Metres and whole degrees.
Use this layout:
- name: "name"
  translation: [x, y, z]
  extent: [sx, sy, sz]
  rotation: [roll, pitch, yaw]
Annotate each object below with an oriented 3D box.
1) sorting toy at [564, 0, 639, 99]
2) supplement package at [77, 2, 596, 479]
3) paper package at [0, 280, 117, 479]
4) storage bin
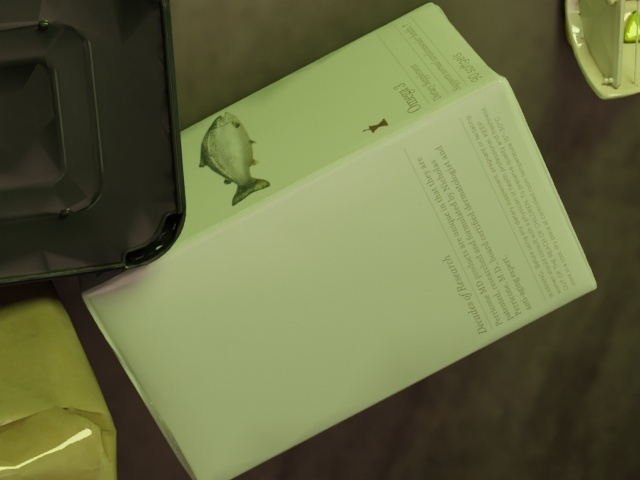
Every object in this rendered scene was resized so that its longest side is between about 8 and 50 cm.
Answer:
- name: "sorting toy"
  translation: [0.143, -0.108, 0.797]
  extent: [0.075, 0.045, 0.083]
  rotation: [-9, 115, -17]
- name: "supplement package"
  translation: [0.000, 0.000, 0.776]
  extent: [0.179, 0.105, 0.105]
  rotation: [-28, 117, 0]
- name: "paper package"
  translation: [-0.236, 0.189, 0.731]
  extent: [0.309, 0.168, 0.325]
  rotation: [-11, 123, -20]
- name: "storage bin"
  translation: [-0.145, -0.052, 0.691]
  extent: [0.180, 0.084, 0.122]
  rotation: [-7, 116, -9]
